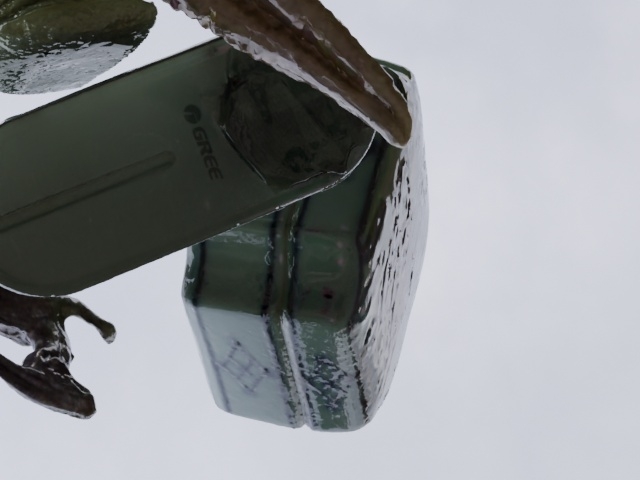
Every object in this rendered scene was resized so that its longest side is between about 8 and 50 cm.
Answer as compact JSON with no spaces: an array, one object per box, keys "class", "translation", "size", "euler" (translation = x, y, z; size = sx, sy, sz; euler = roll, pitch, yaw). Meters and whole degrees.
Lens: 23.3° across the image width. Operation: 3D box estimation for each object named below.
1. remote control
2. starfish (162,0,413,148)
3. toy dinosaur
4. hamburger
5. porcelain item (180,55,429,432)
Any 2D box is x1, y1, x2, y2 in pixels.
[{"class":"remote control","translation":[-0.085,-0.048,0.865],"size":[0.247,0.052,0.104],"euler":[-22,-82,-11]},{"class":"starfish","translation":[-0.147,-0.196,0.613],"size":[0.132,0.384,0.398],"euler":[-39,-41,-55]},{"class":"toy dinosaur","translation":[-0.262,0.026,1.203],"size":[0.294,0.077,0.162],"euler":[34,-169,16]},{"class":"hamburger","translation":[-0.158,-0.116,0.869],"size":[0.084,0.121,0.054],"euler":[-11,-102,-39]},{"class":"porcelain item","translation":[0.000,0.000,1.328],"size":[0.286,0.157,0.281],"euler":[82,-161,-52]}]
